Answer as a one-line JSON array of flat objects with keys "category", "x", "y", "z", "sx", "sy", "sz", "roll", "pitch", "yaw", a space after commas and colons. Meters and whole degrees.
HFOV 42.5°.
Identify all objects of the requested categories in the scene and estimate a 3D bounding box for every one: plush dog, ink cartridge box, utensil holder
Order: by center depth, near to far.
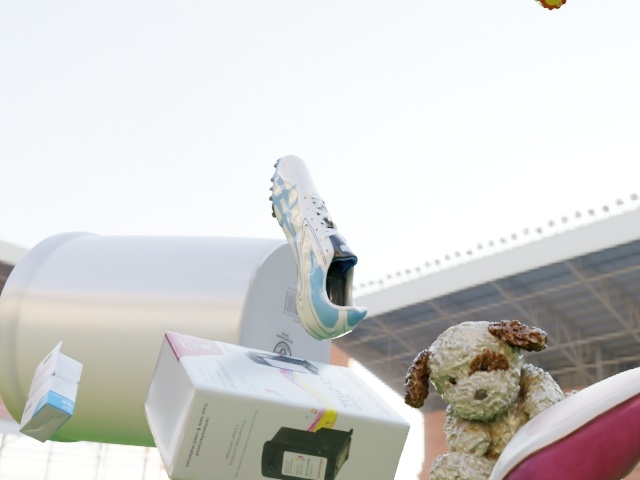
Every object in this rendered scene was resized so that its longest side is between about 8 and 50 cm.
[{"category": "ink cartridge box", "x": -0.037, "y": 0.138, "z": 0.643, "sx": 0.175, "sy": 0.072, "sz": 0.127, "roll": 15, "pitch": 6, "yaw": -23}, {"category": "ink cartridge box", "x": -0.250, "y": 0.140, "z": 0.770, "sx": 0.028, "sy": 0.083, "sz": 0.048, "roll": 35, "pitch": -65, "yaw": -27}, {"category": "plush dog", "x": 0.248, "y": 0.215, "z": 1.169, "sx": 0.262, "sy": 0.225, "sz": 0.210, "roll": -29, "pitch": 9, "yaw": 19}, {"category": "utensil holder", "x": -0.216, "y": 0.150, "z": 1.208, "sx": 0.385, "sy": 0.328, "sz": 0.327, "roll": 1, "pitch": -23, "yaw": 24}]

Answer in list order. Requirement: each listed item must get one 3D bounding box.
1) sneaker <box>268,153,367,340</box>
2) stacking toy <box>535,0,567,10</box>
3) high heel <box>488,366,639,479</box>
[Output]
[{"category": "sneaker", "x": 0.000, "y": 0.000, "z": 0.984, "sx": 0.086, "sy": 0.237, "sz": 0.085, "roll": -25, "pitch": -22, "yaw": 26}, {"category": "stacking toy", "x": 0.225, "y": -0.378, "z": 0.873, "sx": 0.052, "sy": 0.167, "sz": 0.221, "roll": -7, "pitch": -55, "yaw": -14}, {"category": "high heel", "x": 0.205, "y": 0.266, "z": 0.721, "sx": 0.377, "sy": 0.181, "sz": 0.127, "roll": -41, "pitch": -10, "yaw": 19}]
